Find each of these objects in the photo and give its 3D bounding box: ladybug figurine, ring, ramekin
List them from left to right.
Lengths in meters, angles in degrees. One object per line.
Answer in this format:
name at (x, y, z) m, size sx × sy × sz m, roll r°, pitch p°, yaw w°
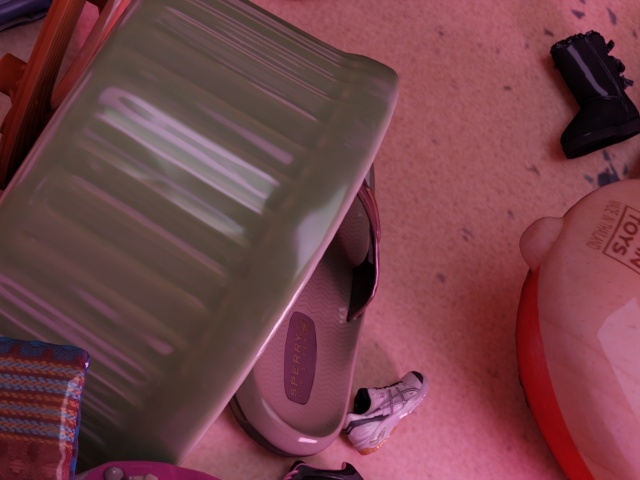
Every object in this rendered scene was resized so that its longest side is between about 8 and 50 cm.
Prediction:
ring at (-0.125, -0.185, 0.962) m, size 0.032 × 0.336 × 0.336 m, roll 27°, pitch 52°, yaw -4°
ramekin at (-0.099, -0.009, 0.913) m, size 0.148 × 0.303 × 0.303 m, roll 33°, pitch 51°, yaw -9°
ladybug figurine at (0.305, 0.143, 1.206) m, size 0.449 × 0.162 × 0.305 m, roll 44°, pitch 50°, yaw -10°

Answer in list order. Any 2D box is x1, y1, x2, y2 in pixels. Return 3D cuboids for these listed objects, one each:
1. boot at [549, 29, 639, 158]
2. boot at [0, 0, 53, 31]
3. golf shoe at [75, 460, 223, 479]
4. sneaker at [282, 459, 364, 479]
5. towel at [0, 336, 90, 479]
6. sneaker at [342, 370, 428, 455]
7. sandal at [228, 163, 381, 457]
boot at (0.227, -0.127, 1.371) m, size 0.121 × 0.045 × 0.099 m, roll -19°, pitch 81°, yaw -48°
boot at (-0.185, -0.205, 1.110) m, size 0.190 × 0.069 × 0.086 m, roll -32°, pitch 95°, yaw -34°
golf shoe at (-0.130, 0.176, 0.809) m, size 0.306 × 0.140 × 0.115 m, roll 13°, pitch 61°, yaw -7°
sneaker at (-0.015, 0.171, 1.049) m, size 0.119 × 0.047 × 0.057 m, roll -2°, pitch 46°, yaw -37°
towel at (-0.300, 0.157, 0.694) m, size 0.370 × 0.040 × 0.271 m, roll 5°, pitch 76°, yaw -1°
sneaker at (0.045, 0.112, 1.122) m, size 0.037 × 0.032 × 0.083 m, roll 49°, pitch 48°, yaw -5°
sandal at (0.001, 0.002, 1.112) m, size 0.120 × 0.086 × 0.303 m, roll 16°, pitch 58°, yaw -29°
